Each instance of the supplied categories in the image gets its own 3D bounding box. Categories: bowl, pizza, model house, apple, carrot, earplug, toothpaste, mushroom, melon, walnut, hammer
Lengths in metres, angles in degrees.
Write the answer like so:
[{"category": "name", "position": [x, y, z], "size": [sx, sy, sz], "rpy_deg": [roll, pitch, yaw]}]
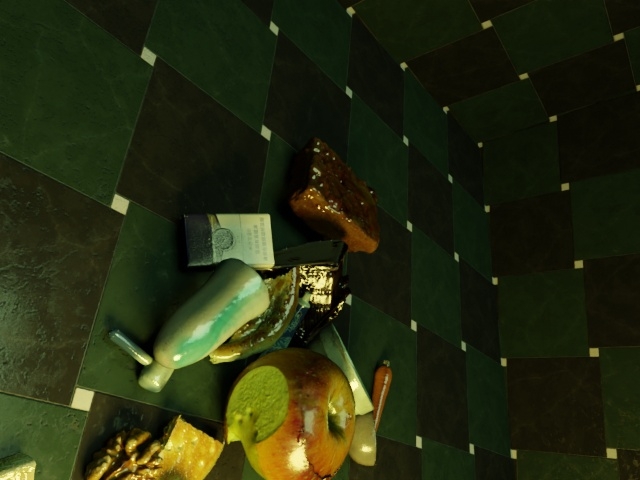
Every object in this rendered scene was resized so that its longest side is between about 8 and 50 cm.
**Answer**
[{"category": "bowl", "position": [0.042, 0.439, 1.790], "size": [0.307, 0.163, 0.307], "rpy_deg": [61, 0, -1]}, {"category": "pizza", "position": [-0.357, 0.533, 1.372], "size": [0.292, 0.058, 0.197], "rpy_deg": [-16, 98, -54]}, {"category": "model house", "position": [-0.051, 0.172, 1.833], "size": [0.317, 0.297, 0.282], "rpy_deg": [-67, 156, -72]}, {"category": "apple", "position": [-0.097, 0.482, 1.505], "size": [0.374, 0.374, 0.384], "rpy_deg": [58, 33, -19]}, {"category": "carrot", "position": [0.218, 0.612, 2.102], "size": [0.069, 0.069, 0.336], "rpy_deg": [42, 52, -35]}, {"category": "earplug", "position": [-0.300, 0.203, 1.411], "size": [0.324, 0.185, 0.185], "rpy_deg": [-42, 110, -44]}, {"category": "toothpaste", "position": [-0.102, 0.272, 1.687], "size": [0.069, 0.047, 0.268], "rpy_deg": [18, 106, -52]}, {"category": "mushroom", "position": [0.139, 0.684, 1.920], "size": [0.117, 0.141, 0.188], "rpy_deg": [10, 62, -14]}, {"category": "melon", "position": [-0.643, 0.480, 1.047], "size": [0.182, 0.054, 0.097], "rpy_deg": [4, 89, -52]}, {"category": "walnut", "position": [-0.435, 0.504, 1.238], "size": [0.143, 0.069, 0.170], "rpy_deg": [42, 50, 8]}, {"category": "hammer", "position": [-0.446, 0.280, 1.360], "size": [0.194, 0.070, 0.116], "rpy_deg": [48, 44, -23]}]

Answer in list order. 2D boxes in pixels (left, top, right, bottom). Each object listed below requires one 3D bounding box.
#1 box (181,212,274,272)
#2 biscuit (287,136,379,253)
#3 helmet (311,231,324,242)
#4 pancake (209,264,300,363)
[{"category": "box", "position": [-0.271, 0.005, 1.602], "size": [0.259, 0.071, 0.168], "rpy_deg": [-1, 76, -25]}, {"category": "biscuit", "position": [0.049, -0.153, 2.050], "size": [0.395, 0.166, 0.342], "rpy_deg": [41, 31, -29]}, {"category": "helmet", "position": [0.000, 0.000, 2.052], "size": [0.111, 0.057, 0.089], "rpy_deg": [38, 31, -33]}, {"category": "pancake", "position": [-0.185, 0.209, 1.600], "size": [0.197, 0.054, 0.376], "rpy_deg": [37, 68, 3]}]
